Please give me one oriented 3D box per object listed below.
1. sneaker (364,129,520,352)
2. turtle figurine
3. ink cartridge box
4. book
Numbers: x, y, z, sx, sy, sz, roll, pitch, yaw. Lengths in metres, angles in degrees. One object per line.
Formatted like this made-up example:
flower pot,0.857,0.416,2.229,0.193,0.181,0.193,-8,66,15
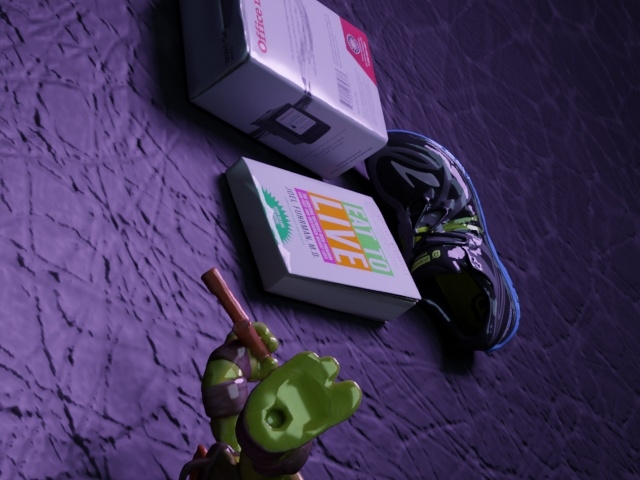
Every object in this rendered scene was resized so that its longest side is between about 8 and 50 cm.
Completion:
sneaker,0.091,-0.001,1.285,0.188,0.067,0.078,63,23,2
turtle figurine,-0.031,0.124,0.892,0.087,0.217,0.269,-7,75,-17
ink cartridge box,-0.028,-0.126,1.225,0.150,0.063,0.109,28,41,-41
book,0.000,0.000,1.188,0.144,0.035,0.096,14,47,-50
